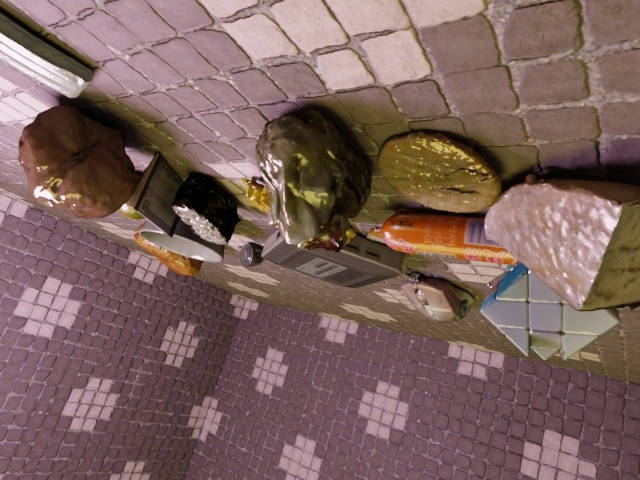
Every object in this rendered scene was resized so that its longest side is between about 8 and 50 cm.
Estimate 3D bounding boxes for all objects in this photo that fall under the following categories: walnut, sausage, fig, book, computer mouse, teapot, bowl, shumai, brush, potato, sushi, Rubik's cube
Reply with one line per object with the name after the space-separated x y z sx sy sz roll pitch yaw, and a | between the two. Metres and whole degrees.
-0.554 -0.171 1.028 0.272 0.227 0.273 17 170 3 | walnut
0.259 -0.009 0.947 0.311 0.093 0.093 6 161 27 | sausage
-0.593 -0.162 1.361 0.245 0.149 0.149 32 170 21 | fig
-0.425 -0.116 1.202 0.026 0.158 0.231 16 164 10 | book
0.391 0.205 1.527 0.199 0.115 0.388 -3 156 43 | computer mouse
-0.269 0.049 1.785 0.090 0.124 0.092 11 131 -43 | teapot
-0.444 -0.041 1.503 0.288 0.146 0.289 15 163 5 | bowl
-0.023 -0.086 0.798 0.188 0.219 0.255 -1 160 34 | shumai
0.185 -0.030 1.122 0.103 0.014 0.272 17 164 1 | brush
0.423 -0.039 0.703 0.189 0.211 0.264 -16 -146 -13 | potato
-0.310 -0.085 1.245 0.123 0.127 0.225 12 156 22 | sushi
0.479 0.108 0.939 0.224 0.265 0.213 46 -150 11 | Rubik's cube

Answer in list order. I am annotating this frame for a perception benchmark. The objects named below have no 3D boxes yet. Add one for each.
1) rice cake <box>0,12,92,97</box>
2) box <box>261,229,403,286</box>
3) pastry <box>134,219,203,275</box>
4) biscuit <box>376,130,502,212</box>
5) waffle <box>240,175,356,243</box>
-0.525 -0.335 0.775 0.127 0.043 0.237 2 158 47 | rice cake
0.027 0.056 1.401 0.372 0.091 0.367 20 162 -15 | box
-0.610 0.016 1.844 0.254 0.162 0.311 19 158 34 | pastry
0.198 -0.111 0.768 0.219 0.033 0.220 23 161 8 | biscuit
-0.056 -0.065 1.043 0.328 0.062 0.329 26 179 1 | waffle
